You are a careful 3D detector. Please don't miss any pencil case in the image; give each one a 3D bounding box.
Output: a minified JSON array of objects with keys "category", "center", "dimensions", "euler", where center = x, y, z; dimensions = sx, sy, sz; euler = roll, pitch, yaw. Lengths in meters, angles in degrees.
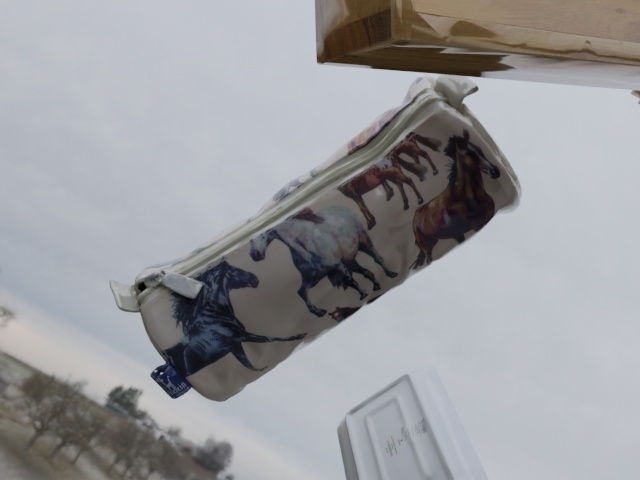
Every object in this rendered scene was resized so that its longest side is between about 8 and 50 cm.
[{"category":"pencil case","center":[0.000,0.000,0.748],"dimensions":[0.183,0.410,0.160],"euler":[41,18,-56]}]

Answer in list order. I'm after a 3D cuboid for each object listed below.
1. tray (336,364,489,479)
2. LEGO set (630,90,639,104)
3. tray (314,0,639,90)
[{"category":"tray","center":[0.084,0.226,0.782],"dimensions":[0.030,0.145,0.270],"euler":[54,6,-18]},{"category":"LEGO set","center":[0.413,-0.060,0.699],"dimensions":[0.132,0.107,0.287],"euler":[-28,-85,31]},{"category":"tray","center":[0.186,-0.199,0.451],"dimensions":[0.411,0.203,0.076],"euler":[-3,3,-32]}]
